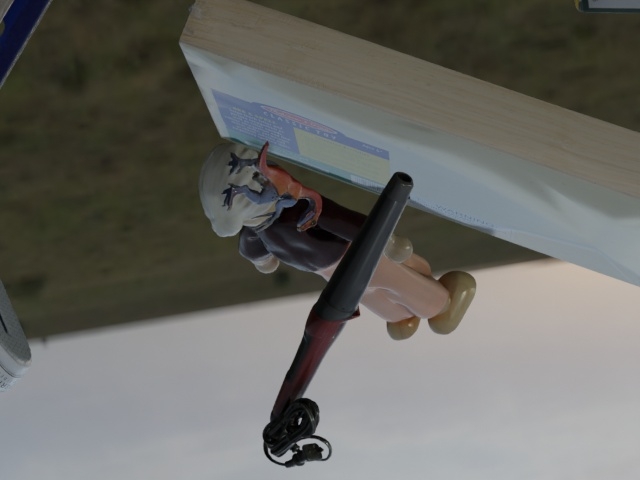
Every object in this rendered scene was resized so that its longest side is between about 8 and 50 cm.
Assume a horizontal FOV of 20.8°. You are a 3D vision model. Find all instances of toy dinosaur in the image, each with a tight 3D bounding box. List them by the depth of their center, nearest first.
[{"bbox_3d":[-0.025,-0.030,1.160,0.082,0.047,0.090,9,167,-30],"label":"toy dinosaur"}]

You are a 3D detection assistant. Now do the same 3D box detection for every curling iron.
[{"bbox_3d":[0.018,0.065,1.334,0.035,0.274,0.068,-5,-142,-44],"label":"curling iron"}]

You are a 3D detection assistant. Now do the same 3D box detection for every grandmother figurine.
[{"bbox_3d":[0.000,0.000,1.815,0.208,0.104,0.342,-19,142,36],"label":"grandmother figurine"}]

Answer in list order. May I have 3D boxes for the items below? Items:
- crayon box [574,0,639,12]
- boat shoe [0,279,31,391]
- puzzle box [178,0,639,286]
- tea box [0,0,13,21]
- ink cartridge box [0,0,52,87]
[{"bbox_3d":[0.274,-0.433,1.497,0.106,0.363,0.313,4,-133,20],"label":"crayon box"},{"bbox_3d":[-0.331,-0.018,1.303,0.119,0.335,0.121,-28,154,2],"label":"boat shoe"},{"bbox_3d":[0.098,-0.074,1.388,0.409,0.052,0.272,20,170,7],"label":"puzzle box"},{"bbox_3d":[-0.358,-0.358,1.383,0.323,0.220,0.329,18,128,-31],"label":"tea box"},{"bbox_3d":[-0.310,-0.175,1.017,0.333,0.165,0.065,20,163,24],"label":"ink cartridge box"}]
